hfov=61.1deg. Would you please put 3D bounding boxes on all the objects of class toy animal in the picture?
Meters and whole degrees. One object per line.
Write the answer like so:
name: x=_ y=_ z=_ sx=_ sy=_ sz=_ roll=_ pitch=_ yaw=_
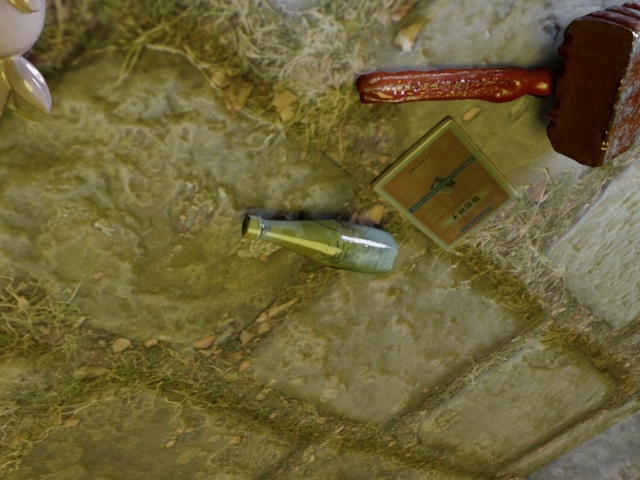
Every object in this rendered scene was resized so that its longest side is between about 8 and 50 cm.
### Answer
toy animal: x=-0.347 y=-0.241 z=0.574 sx=0.124 sy=0.124 sz=0.212 roll=-3 pitch=140 yaw=-15

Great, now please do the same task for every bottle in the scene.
bottle: x=0.000 y=0.000 z=0.906 sx=0.270 sy=0.083 sz=0.083 roll=12 pitch=126 yaw=-22

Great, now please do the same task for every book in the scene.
book: x=0.221 y=-0.086 z=0.941 sx=0.170 sy=0.018 sz=0.242 roll=-41 pitch=130 yaw=19

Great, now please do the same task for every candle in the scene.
candle: x=0.212 y=-0.225 z=0.791 sx=0.329 sy=0.051 sz=0.048 roll=-6 pitch=158 yaw=-11

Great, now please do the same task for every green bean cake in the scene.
green bean cake: x=0.419 y=-0.223 z=0.795 sx=0.199 sy=0.097 sz=0.232 roll=-26 pitch=138 yaw=-27
